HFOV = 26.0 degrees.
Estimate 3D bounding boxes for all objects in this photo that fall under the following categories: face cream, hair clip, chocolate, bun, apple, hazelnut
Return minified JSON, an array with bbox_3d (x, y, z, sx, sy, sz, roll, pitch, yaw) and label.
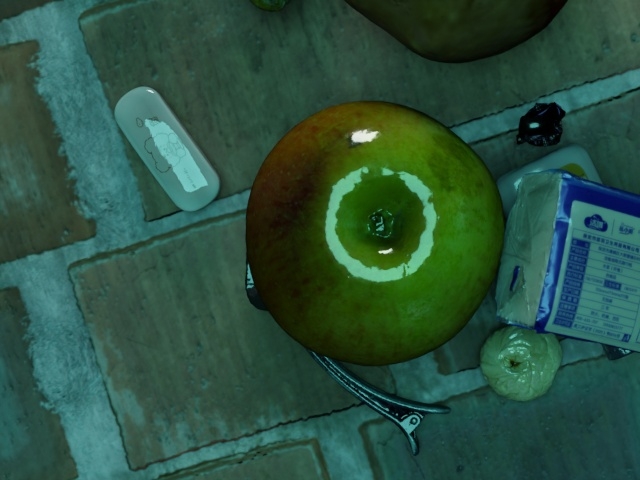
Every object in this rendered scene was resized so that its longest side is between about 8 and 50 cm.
[{"bbox_3d":[0.350,0.022,1.869,0.144,0.071,0.291,-24,89,-4],"label":"face cream"},{"bbox_3d":[0.046,0.186,1.924,0.275,0.048,0.083,36,99,5],"label":"hair clip"},{"bbox_3d":[0.296,-0.151,1.836,0.070,0.147,0.072,38,103,0],"label":"chocolate"},{"bbox_3d":[0.275,0.163,1.886,0.115,0.069,0.115,0,93,4],"label":"bun"},{"bbox_3d":[0.069,-0.008,1.746,0.340,0.339,0.339,0,92,6],"label":"apple"},{"bbox_3d":[0.182,-0.404,1.764,0.373,0.315,0.372,-3,61,6],"label":"hazelnut"}]

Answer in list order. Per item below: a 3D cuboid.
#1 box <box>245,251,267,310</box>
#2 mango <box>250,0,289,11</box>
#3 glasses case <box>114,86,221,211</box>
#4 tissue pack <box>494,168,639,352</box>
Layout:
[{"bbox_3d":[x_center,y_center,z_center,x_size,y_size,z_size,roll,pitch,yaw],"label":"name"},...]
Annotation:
[{"bbox_3d":[0.000,0.000,1.918,0.201,0.042,0.212,5,91,0],"label":"box"},{"bbox_3d":[-0.052,-0.463,1.844,0.146,0.193,0.316,3,97,-30],"label":"mango"},{"bbox_3d":[-0.214,-0.128,1.937,0.074,0.049,0.193,-36,87,7],"label":"glasses case"},{"bbox_3d":[0.369,0.038,1.760,0.270,0.137,0.209,12,82,-23],"label":"tissue pack"}]
